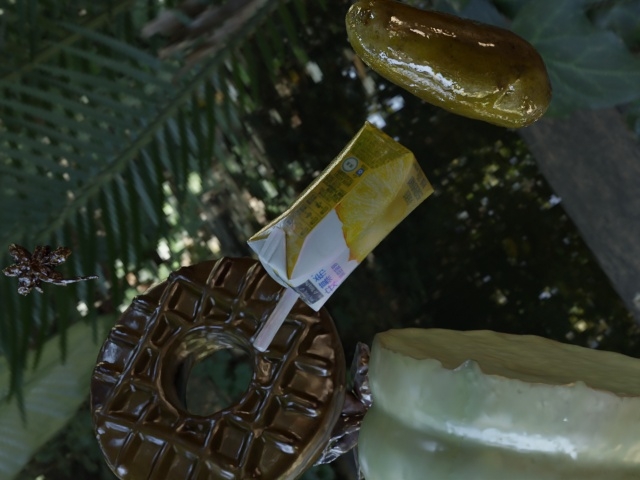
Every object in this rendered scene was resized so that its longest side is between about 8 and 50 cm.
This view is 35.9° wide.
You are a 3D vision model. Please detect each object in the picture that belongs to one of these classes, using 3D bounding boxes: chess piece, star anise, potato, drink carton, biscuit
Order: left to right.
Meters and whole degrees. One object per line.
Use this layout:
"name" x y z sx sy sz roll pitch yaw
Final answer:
"star anise" -0.497 0.056 1.821 0.070 0.190 0.097 41 -129 -84
"biscuit" -0.126 0.174 1.205 0.332 0.332 0.103 48 171 30
"drink carton" 0.000 0.000 0.820 0.074 0.200 0.084 42 174 33
"star anise" 0.069 0.227 1.311 0.065 0.182 0.195 -146 43 -71
"potato" 0.208 -0.284 1.552 0.176 0.369 0.195 -37 45 50
"chess piece" 0.119 0.294 0.722 0.234 0.234 0.442 -162 80 -68
